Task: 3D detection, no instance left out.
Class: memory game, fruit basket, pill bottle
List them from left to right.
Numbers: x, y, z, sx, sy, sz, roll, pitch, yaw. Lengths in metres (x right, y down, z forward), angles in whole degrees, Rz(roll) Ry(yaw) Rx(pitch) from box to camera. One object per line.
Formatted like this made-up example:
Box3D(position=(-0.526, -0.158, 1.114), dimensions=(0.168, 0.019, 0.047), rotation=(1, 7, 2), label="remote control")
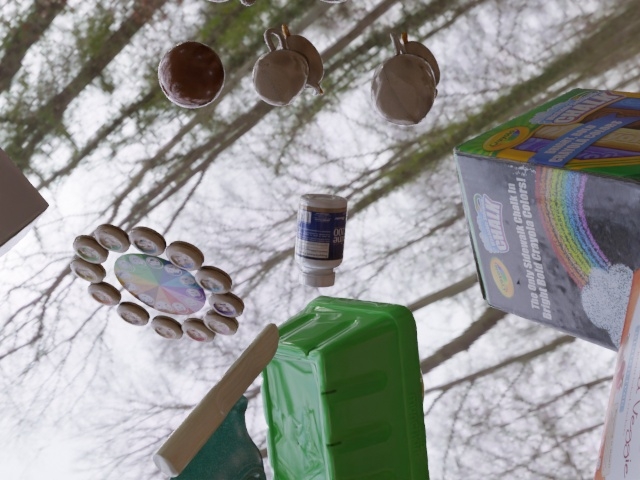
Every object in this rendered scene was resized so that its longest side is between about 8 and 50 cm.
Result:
Box3D(position=(-0.163, 0.047, 0.914), dimensions=(0.186, 0.186, 0.012), rotation=(38, -130, -23), label="memory game")
Box3D(position=(0.000, 0.000, 1.242), dimensions=(0.067, 0.067, 0.120), rotation=(-10, -71, -48), label="pill bottle")
Box3D(position=(0.085, 0.270, 1.530), dimensions=(0.392, 0.283, 0.391), rotation=(-2, -87, -41), label="fruit basket")

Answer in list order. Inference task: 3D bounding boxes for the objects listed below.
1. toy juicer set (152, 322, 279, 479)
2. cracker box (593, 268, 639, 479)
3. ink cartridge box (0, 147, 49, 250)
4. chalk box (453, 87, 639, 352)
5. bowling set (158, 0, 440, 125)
Box3D(position=(-0.128, 0.258, 0.909), dimensions=(0.209, 0.090, 0.328), rotation=(-26, -56, -53), label="toy juicer set")
Box3D(position=(0.227, 0.076, 0.526), dimensions=(0.067, 0.232, 0.155), rotation=(14, -103, 5), label="cracker box")
Box3D(position=(-0.410, -0.031, 1.047), dimensions=(0.127, 0.176, 0.128), rotation=(-44, -80, -26), label="ink cartridge box")
Box3D(position=(0.256, -0.031, 0.870), dimensions=(0.179, 0.289, 0.180), rotation=(-27, -64, -26), label="chalk box")
Box3D(position=(-0.040, -0.197, 0.758), dimensions=(0.287, 0.200, 0.154), rotation=(64, -161, -14), label="bowling set")
